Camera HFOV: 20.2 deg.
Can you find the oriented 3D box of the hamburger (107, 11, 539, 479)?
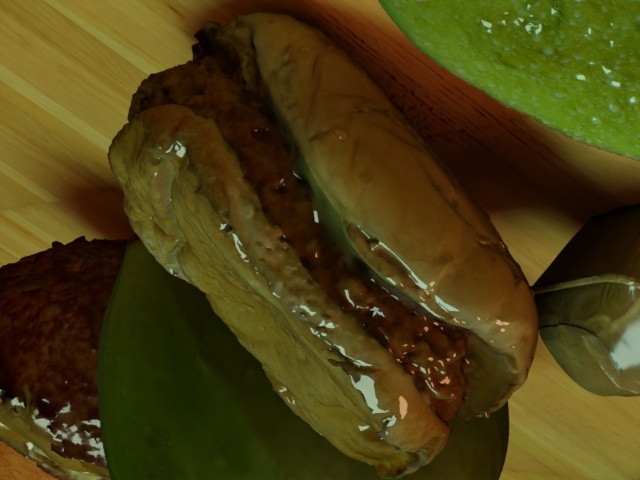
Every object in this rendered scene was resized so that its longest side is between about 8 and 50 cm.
[{"bbox_3d":[0.001,0.001,1.061,0.283,0.144,0.259,46,168,-5],"label":"hamburger"}]

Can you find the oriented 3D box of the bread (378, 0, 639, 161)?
[{"bbox_3d":[0.135,-0.103,0.783,0.301,0.045,0.301,24,163,8],"label":"bread"}]

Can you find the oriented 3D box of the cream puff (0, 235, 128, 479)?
[{"bbox_3d":[-0.154,0.118,1.573,0.350,0.228,0.350,24,164,7],"label":"cream puff"}]

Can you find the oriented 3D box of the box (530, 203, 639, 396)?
[{"bbox_3d":[0.182,0.040,1.026,0.111,0.111,0.177,31,166,-12],"label":"box"}]

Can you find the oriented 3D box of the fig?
[{"bbox_3d":[-0.030,0.114,1.298,0.316,0.316,0.316,25,163,8],"label":"fig"}]
